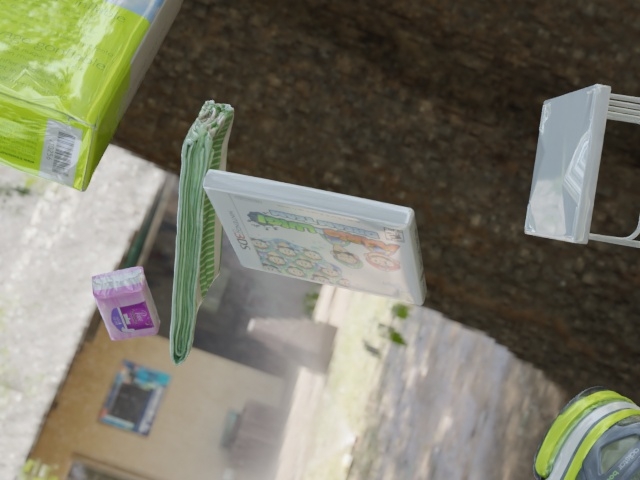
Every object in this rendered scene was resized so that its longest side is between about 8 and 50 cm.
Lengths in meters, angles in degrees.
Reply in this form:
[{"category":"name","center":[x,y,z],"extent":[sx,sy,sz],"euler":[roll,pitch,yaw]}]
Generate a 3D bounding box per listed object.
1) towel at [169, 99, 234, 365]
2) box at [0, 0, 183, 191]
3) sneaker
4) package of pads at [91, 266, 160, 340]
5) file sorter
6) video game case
[{"category":"towel","center":[-0.133,-0.027,1.317],"extent":[0.325,0.038,0.247],"euler":[-96,12,-77]},{"category":"box","center":[-0.129,-0.105,0.529],"extent":[0.178,0.109,0.042],"euler":[-75,5,-50]},{"category":"sneaker","center":[0.187,0.255,0.809],"extent":[0.121,0.111,0.300],"euler":[12,82,58]},{"category":"package of pads","center":[-0.186,0.061,1.110],"extent":[0.083,0.050,0.032],"euler":[83,178,-53]},{"category":"file sorter","center":[0.394,-0.086,1.528],"extent":[0.277,0.173,0.192],"euler":[-134,52,-86]},{"category":"video game case","center":[0.000,0.000,0.882],"extent":[0.143,0.157,0.019],"euler":[72,-147,-62]}]
